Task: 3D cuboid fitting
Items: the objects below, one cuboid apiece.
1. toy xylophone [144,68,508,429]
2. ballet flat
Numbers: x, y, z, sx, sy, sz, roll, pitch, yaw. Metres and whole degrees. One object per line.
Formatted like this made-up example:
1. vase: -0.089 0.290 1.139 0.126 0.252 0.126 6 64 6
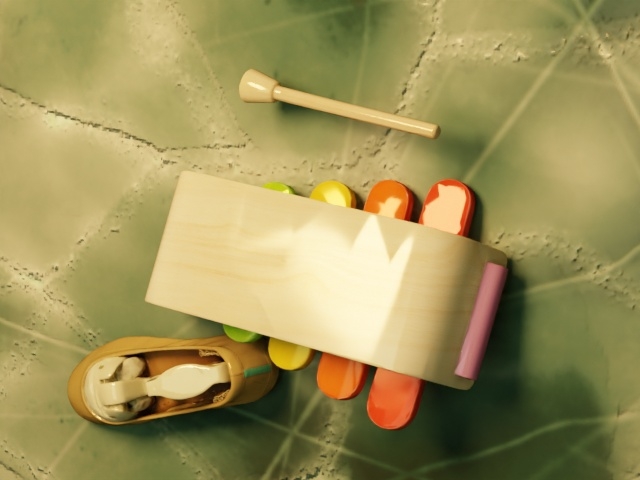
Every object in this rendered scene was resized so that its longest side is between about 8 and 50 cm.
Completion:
1. toy xylophone: 0.000 0.000 1.399 0.323 0.081 0.236 23 91 28
2. ballet flat: -0.147 0.121 1.514 0.232 0.073 0.080 -14 91 31
